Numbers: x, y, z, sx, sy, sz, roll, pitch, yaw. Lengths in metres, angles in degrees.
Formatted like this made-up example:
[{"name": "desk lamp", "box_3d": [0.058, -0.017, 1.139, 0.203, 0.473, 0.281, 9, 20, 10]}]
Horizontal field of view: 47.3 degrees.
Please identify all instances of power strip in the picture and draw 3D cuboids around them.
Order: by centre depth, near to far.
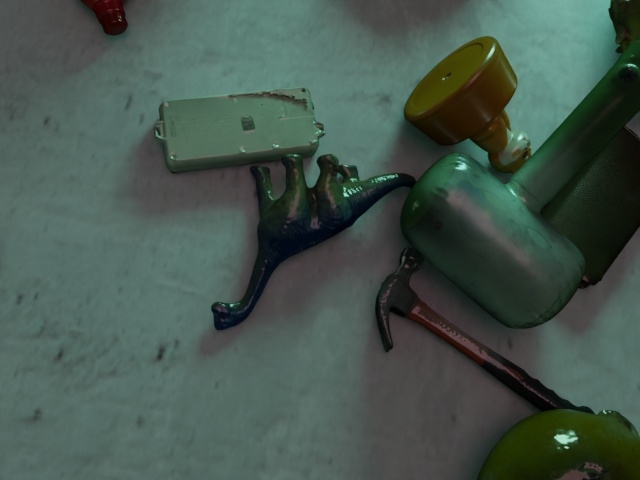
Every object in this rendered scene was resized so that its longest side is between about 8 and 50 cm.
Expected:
[{"name": "power strip", "box_3d": [-0.093, -0.129, 0.841, 0.192, 0.035, 0.082, -8, 76, -10]}]

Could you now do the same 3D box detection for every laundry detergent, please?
[{"name": "laundry detergent", "box_3d": [-0.259, -0.320, 0.864, 0.097, 0.049, 0.165, -19, 81, -16]}]

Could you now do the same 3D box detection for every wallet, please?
[{"name": "wallet", "box_3d": [0.335, -0.045, 0.877, 0.110, 0.031, 0.198, 41, 74, 3]}]

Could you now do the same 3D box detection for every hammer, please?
[{"name": "hammer", "box_3d": [0.250, -0.077, 0.763, 0.206, 0.119, 0.335, 39, 106, -2]}, {"name": "hammer", "box_3d": [0.185, 0.131, 0.811, 0.287, 0.033, 0.111, 34, 73, 2]}]

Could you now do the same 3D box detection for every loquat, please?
[{"name": "loquat", "box_3d": [0.245, 0.247, 0.732, 0.195, 0.152, 0.152, -38, 83, -4]}]

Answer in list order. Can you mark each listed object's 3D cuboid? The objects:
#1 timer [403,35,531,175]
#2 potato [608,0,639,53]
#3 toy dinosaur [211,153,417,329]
[{"name": "timer", "box_3d": [0.194, -0.137, 0.852, 0.152, 0.132, 0.132, 44, 73, -19]}, {"name": "potato", "box_3d": [0.452, -0.303, 0.907, 0.191, 0.141, 0.296, 30, 72, -16]}, {"name": "toy dinosaur", "box_3d": [0.000, 0.000, 0.817, 0.247, 0.075, 0.188, -1, 85, -14]}]
